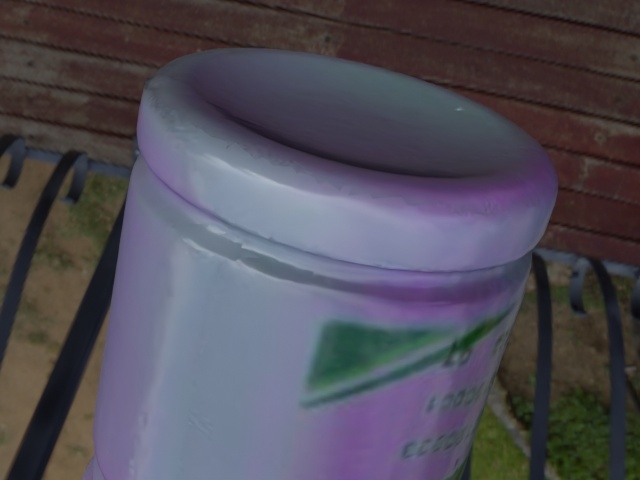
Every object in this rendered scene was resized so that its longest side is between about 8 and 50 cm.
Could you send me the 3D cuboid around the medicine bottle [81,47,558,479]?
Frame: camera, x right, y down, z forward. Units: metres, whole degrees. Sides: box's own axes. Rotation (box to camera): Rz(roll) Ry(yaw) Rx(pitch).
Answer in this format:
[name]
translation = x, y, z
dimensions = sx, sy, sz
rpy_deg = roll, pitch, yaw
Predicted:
[medicine bottle]
translation = -0.016, 0.079, 0.529
dimensions = 0.212, 0.212, 0.325
rpy_deg = 13, 113, -2
